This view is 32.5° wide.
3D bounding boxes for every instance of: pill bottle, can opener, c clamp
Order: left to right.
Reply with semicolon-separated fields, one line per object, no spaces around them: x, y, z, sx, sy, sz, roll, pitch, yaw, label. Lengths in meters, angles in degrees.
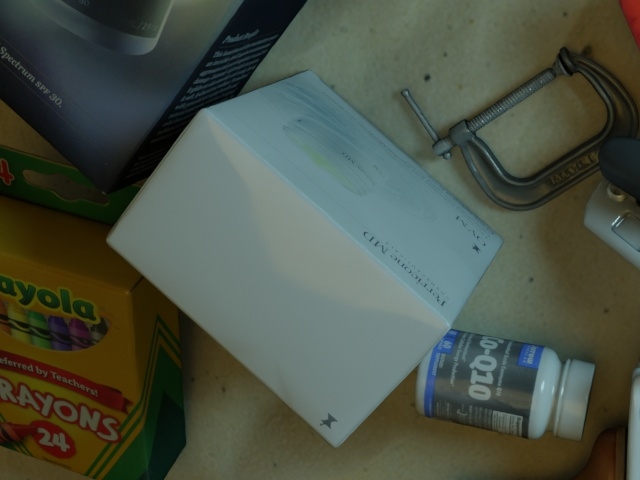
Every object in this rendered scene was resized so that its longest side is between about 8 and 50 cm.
0.153;0.120;0.907;0.137;0.078;0.078;9;109;16;pill bottle
0.161;-0.095;0.870;0.161;0.022;0.137;-28;95;25;c clamp
0.300;0.028;0.770;0.076;0.095;0.283;-44;58;-3;can opener

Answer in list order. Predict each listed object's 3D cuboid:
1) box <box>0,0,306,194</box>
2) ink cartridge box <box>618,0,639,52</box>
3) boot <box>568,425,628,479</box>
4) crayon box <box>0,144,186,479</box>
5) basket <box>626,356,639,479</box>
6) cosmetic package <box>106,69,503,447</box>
-0.160;-0.252;0.853;0.296;0.183;0.294;41;114;4;box
0.340;-0.163;0.754;0.231;0.078;0.134;-22;97;24;ink cartridge box
0.180;0.232;0.937;0.152;0.073;0.197;15;108;20;boot
-0.231;0.075;0.973;0.202;0.081;0.318;15;131;16;crayon box
0.300;0.165;0.854;0.113;0.103;0.167;2;107;19;basket
0.000;0.000;0.845;0.224;0.225;0.138;41;115;3;cosmetic package
